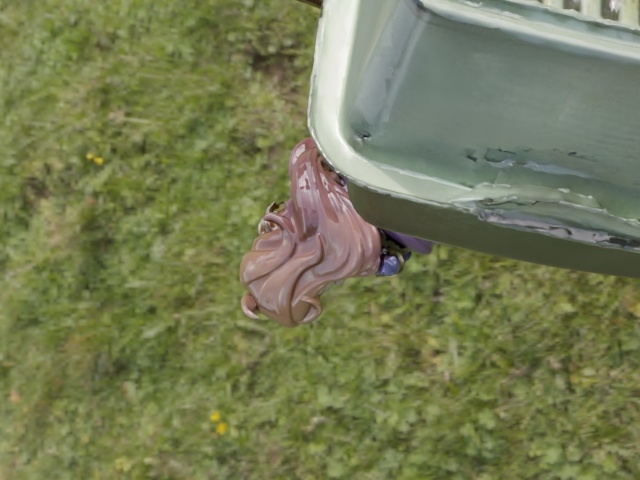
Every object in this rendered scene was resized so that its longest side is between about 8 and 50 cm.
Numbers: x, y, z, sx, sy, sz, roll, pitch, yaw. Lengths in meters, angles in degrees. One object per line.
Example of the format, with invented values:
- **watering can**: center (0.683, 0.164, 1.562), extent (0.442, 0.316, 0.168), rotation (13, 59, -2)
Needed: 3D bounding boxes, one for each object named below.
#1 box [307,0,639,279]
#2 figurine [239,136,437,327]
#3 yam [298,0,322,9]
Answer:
- **box**: center (0.117, -0.128, 0.498), extent (0.166, 0.221, 0.290), rotation (104, 176, -59)
- **figurine**: center (-0.001, -0.006, 0.814), extent (0.157, 0.114, 0.126), rotation (-30, 60, 4)
- **yam**: center (0.001, -0.167, 0.695), extent (0.046, 0.264, 0.046), rotation (-36, 47, 52)
